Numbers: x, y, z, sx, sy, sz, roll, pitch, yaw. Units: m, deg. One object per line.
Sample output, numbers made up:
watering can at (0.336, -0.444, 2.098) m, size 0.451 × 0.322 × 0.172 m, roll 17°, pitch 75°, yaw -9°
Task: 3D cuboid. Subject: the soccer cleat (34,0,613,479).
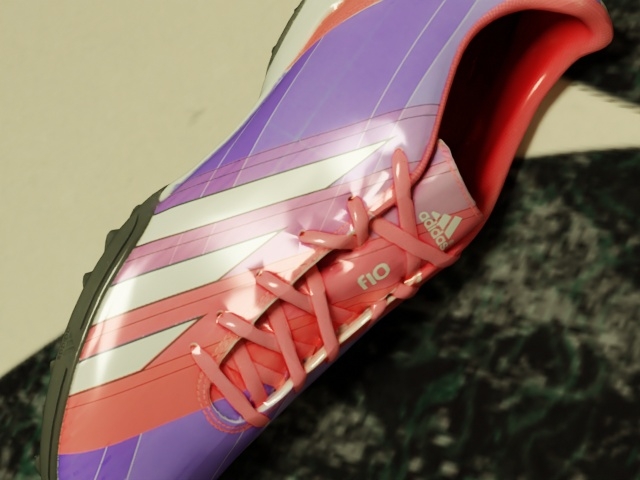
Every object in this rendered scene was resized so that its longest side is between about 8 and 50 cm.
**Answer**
soccer cleat at (0.000, 0.000, 0.789) m, size 0.116 × 0.108 × 0.318 m, roll 25°, pitch 75°, yaw 39°
